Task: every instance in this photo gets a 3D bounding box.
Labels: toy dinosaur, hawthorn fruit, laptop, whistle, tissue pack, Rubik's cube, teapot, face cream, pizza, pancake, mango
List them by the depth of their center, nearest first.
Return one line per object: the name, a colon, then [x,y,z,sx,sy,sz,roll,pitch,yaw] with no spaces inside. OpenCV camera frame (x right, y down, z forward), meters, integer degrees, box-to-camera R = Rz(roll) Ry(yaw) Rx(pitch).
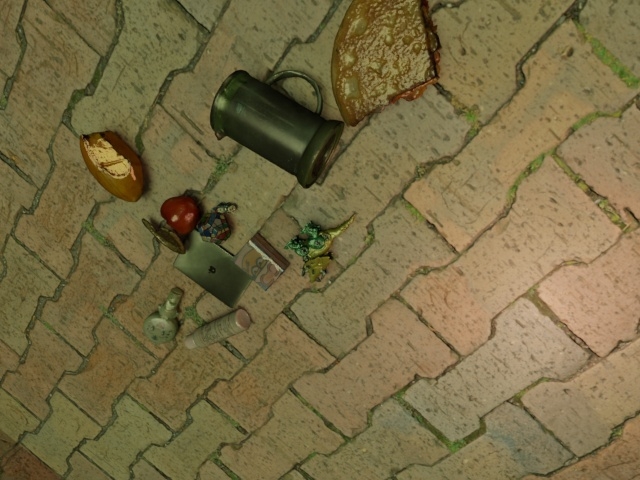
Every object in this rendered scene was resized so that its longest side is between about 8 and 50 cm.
pizza: [0.166,-0.465,1.017,0.278,0.114,0.409,18,115,10]
teapot: [-0.114,-0.331,1.119,0.337,0.200,0.270,31,92,5]
toy dinosaur: [0.000,0.000,1.262,0.153,0.094,0.259,36,108,0]
toy dinosaur: [-0.307,-0.102,1.329,0.083,0.047,0.030,1,112,14]
hawthorn fruit: [-0.439,-0.084,1.334,0.140,0.125,0.125,-9,108,12]
mango: [-0.656,-0.236,1.337,0.154,0.126,0.252,-24,109,11]
Rubik's cube: [-0.340,-0.038,1.338,0.111,0.111,0.093,6,87,14]
tissue pack: [-0.194,0.071,1.354,0.155,0.065,0.115,43,117,-4]
pancake: [-0.517,-0.019,1.382,0.184,0.020,0.190,46,151,-9]
laptop: [-0.370,0.099,1.442,0.269,0.015,0.187,36,116,1]
face cream: [-0.376,0.325,1.495,0.269,0.082,0.082,-25,102,24]
whistle: [-0.575,0.284,1.547,0.126,0.067,0.258,26,112,-9]
